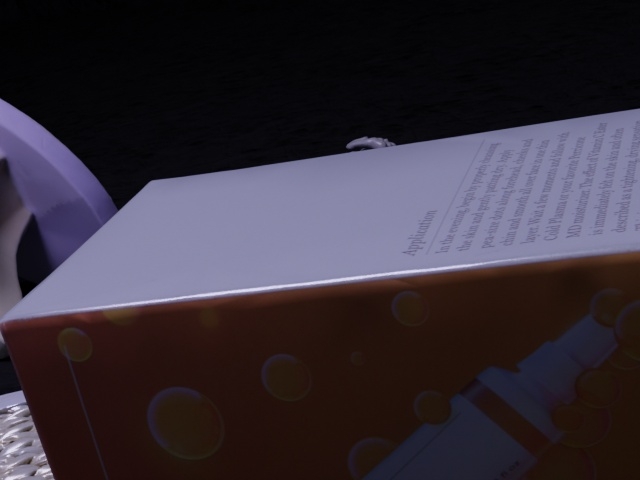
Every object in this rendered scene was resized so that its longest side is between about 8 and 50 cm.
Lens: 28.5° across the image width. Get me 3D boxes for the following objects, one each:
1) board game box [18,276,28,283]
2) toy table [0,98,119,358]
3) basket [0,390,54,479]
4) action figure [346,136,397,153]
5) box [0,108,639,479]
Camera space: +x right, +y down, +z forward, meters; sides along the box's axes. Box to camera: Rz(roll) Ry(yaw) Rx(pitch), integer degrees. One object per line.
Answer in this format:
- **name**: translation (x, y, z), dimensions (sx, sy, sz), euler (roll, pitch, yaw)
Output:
- **board game box**: translation (-0.408, 0.021, 1.323), dimensions (0.243, 0.042, 0.165), euler (-12, 19, 5)
- **toy table**: translation (-0.326, -0.018, 1.115), dimensions (0.274, 0.252, 0.161), euler (26, 43, 12)
- **basket**: translation (-0.196, 0.165, 0.664), dimensions (0.167, 0.113, 0.103), euler (-17, 23, -9)
- **action figure**: translation (0.000, 0.000, 0.949), dimensions (0.275, 0.141, 0.164), euler (3, 14, 45)
- **box**: translation (0.073, 0.076, 0.557), dimensions (0.345, 0.215, 0.168), euler (-7, 20, 21)
